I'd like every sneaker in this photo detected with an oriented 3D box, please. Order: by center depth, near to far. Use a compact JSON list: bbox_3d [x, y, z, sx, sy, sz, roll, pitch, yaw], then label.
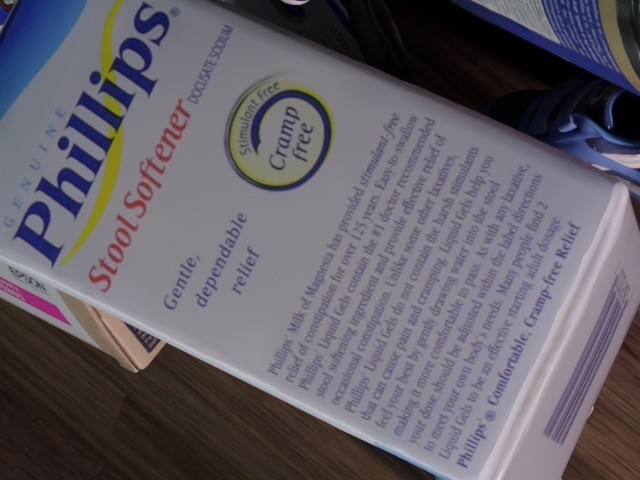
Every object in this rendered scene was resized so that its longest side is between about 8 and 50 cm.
[{"bbox_3d":[0.136,-0.058,0.984,0.144,0.053,0.059,14,147,39],"label":"sneaker"}]

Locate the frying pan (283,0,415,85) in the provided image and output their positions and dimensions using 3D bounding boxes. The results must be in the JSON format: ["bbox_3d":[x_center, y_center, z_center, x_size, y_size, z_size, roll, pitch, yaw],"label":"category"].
[{"bbox_3d":[-0.001,-0.145,0.852,0.053,0.197,0.326,-14,122,17],"label":"frying pan"}]

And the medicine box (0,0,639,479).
[{"bbox_3d":[0.000,0.000,0.973,0.289,0.149,0.263,25,178,14],"label":"medicine box"}]

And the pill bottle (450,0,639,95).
[{"bbox_3d":[0.105,-0.128,0.739,0.123,0.123,0.219,53,171,-35],"label":"pill bottle"}]

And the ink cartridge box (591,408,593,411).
[{"bbox_3d":[0.083,0.090,1.389,0.127,0.072,0.175,49,159,-27],"label":"ink cartridge box"}]

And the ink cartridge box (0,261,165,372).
[{"bbox_3d":[-0.154,-0.042,1.350,0.234,0.193,0.088,23,155,40],"label":"ink cartridge box"}]

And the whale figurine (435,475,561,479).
[{"bbox_3d":[0.045,0.058,1.196,0.216,0.141,0.272,-1,116,61],"label":"whale figurine"}]

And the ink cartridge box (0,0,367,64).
[{"bbox_3d":[-0.121,-0.152,1.172,0.371,0.069,0.176,-2,136,48],"label":"ink cartridge box"}]
